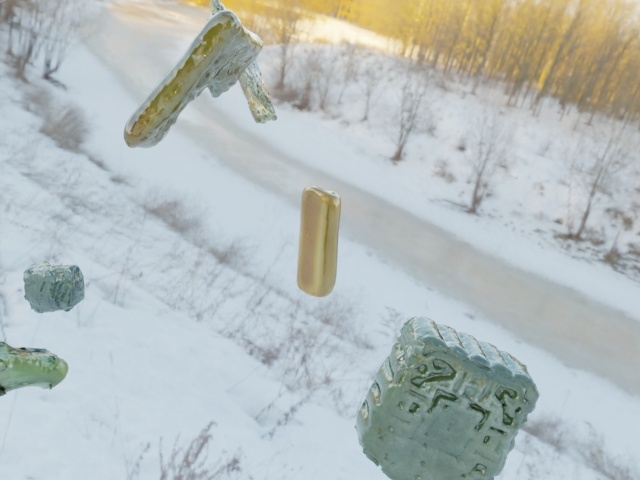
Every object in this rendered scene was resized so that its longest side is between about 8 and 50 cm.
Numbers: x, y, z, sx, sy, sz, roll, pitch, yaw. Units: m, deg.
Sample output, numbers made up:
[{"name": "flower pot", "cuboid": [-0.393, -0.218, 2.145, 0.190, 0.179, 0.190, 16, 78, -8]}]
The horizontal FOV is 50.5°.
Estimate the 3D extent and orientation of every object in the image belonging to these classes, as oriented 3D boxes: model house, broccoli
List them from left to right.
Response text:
[{"name": "broccoli", "cuboid": [-0.431, 0.145, 0.828, 0.164, 0.146, 0.304, 22, -7, 27]}, {"name": "model house", "cuboid": [-0.380, 0.070, 0.995, 0.083, 0.079, 0.066, -2, 18, 19]}]

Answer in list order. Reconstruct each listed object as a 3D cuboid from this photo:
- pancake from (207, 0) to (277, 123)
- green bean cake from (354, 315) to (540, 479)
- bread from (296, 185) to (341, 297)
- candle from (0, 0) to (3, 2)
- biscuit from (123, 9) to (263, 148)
[{"name": "pancake", "cuboid": [-0.163, -0.333, 1.251, 0.266, 0.057, 0.244, 60, 11, -4]}, {"name": "green bean cake", "cuboid": [0.182, 0.252, 0.996, 0.222, 0.227, 0.125, 22, 16, -7]}, {"name": "bread", "cuboid": [0.000, 0.000, 1.442, 0.073, 0.240, 0.092, -12, 25, -40]}, {"name": "candle", "cuboid": [-0.603, -0.458, 1.246, 0.329, 0.051, 0.048, -33, 44, -18]}, {"name": "biscuit", "cuboid": [-0.135, -0.177, 0.763, 0.039, 0.174, 0.183, 40, 13, -2]}]
